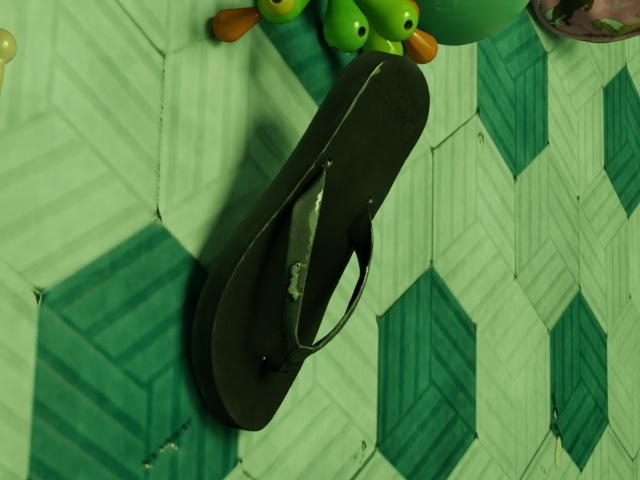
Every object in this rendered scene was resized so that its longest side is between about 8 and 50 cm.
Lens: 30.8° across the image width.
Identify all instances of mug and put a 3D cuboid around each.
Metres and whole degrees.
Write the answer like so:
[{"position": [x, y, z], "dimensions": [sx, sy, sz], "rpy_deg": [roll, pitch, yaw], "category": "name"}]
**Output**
[{"position": [0.091, -0.213, 0.873], "dimensions": [0.097, 0.129, 0.157], "rpy_deg": [27, 64, -50], "category": "mug"}]

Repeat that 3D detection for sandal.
[{"position": [0.000, -0.001, 0.709], "dimensions": [0.097, 0.054, 0.254], "rpy_deg": [32, 83, -49], "category": "sandal"}]

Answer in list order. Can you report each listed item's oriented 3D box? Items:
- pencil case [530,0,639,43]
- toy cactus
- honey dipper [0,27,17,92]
[{"position": [0.312, -0.403, 1.226], "dimensions": [0.160, 0.167, 0.386], "rpy_deg": [18, 67, -21], "category": "pencil case"}, {"position": [-0.003, -0.192, 0.776], "dimensions": [0.219, 0.112, 0.180], "rpy_deg": [28, 44, -50], "category": "toy cactus"}, {"position": [-0.161, -0.027, 0.548], "dimensions": [0.030, 0.030, 0.160], "rpy_deg": [31, 58, -52], "category": "honey dipper"}]
